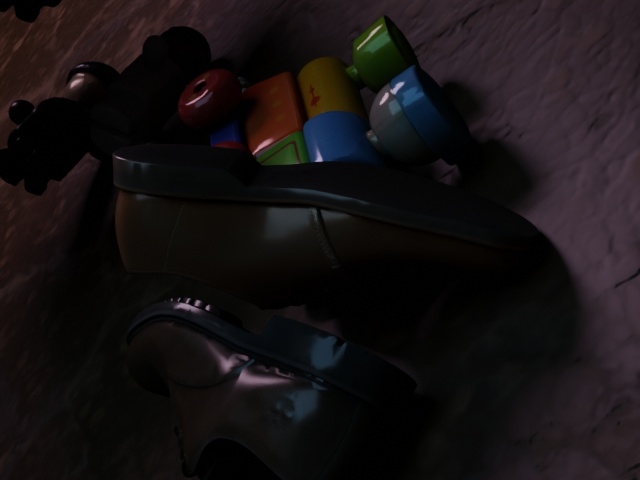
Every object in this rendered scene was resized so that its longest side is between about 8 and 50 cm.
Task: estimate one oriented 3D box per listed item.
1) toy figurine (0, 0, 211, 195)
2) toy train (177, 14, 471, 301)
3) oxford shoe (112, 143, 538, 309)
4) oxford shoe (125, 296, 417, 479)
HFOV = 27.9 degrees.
[{"bbox_3d":[-0.210,-0.163,1.050,0.210,0.213,0.148,-17,28,43],"label":"toy figurine"},{"bbox_3d":[-0.001,-0.086,0.777,0.143,0.105,0.248,-33,33,14],"label":"toy train"},{"bbox_3d":[0.000,0.000,0.639,0.076,0.212,0.076,-40,-45,-71],"label":"oxford shoe"},{"bbox_3d":[-0.052,0.087,0.671,0.227,0.083,0.096,6,67,59],"label":"oxford shoe"}]
